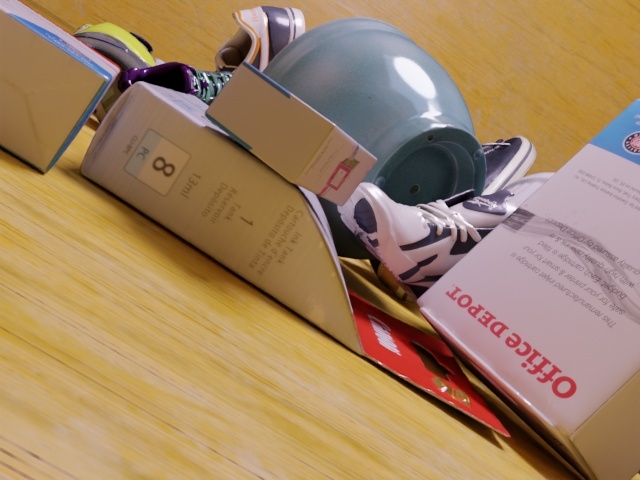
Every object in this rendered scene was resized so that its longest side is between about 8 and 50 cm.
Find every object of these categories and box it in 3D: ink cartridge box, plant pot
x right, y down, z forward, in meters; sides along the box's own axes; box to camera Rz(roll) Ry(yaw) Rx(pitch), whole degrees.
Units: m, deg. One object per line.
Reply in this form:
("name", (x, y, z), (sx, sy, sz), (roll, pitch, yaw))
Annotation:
("ink cartridge box", (0.000, 0.000, 0.767), (0.385, 0.091, 0.308), (32, 5, -5))
("plant pot", (0.071, -0.092, 1.002), (0.293, 0.293, 0.196), (29, 11, -44))
("ink cartridge box", (0.280, 0.041, 0.775), (0.129, 0.307, 0.223), (51, -5, -39))
("ink cartridge box", (-0.227, -0.132, 0.623), (0.134, 0.078, 0.231), (33, 5, -16))
("ink cartridge box", (-0.018, -0.076, 0.634), (0.088, 0.052, 0.122), (38, 5, 17))

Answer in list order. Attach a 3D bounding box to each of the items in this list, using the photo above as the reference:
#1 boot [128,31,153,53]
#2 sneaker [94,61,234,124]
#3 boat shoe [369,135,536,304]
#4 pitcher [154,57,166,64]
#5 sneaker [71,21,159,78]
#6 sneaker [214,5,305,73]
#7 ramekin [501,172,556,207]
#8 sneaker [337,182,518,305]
("boot", (-0.312, -0.272, 1.272), (0.082, 0.106, 0.219), (33, 5, -12))
("sneaker", (-0.136, -0.161, 0.952), (0.224, 0.083, 0.098), (-11, -5, -36))
("boat shoe", (0.210, -0.073, 1.346), (0.156, 0.186, 0.500), (38, 39, 11))
("pitcher", (-0.179, -0.203, 1.320), (0.207, 0.125, 0.178), (30, -13, 44))
("sneaker", (-0.199, -0.156, 1.039), (0.300, 0.111, 0.121), (31, 20, -5))
("sneaker", (-0.130, -0.257, 1.460), (0.128, 0.321, 0.126), (1, 35, -24))
("ramekin", (0.264, 0.062, 1.019), (0.127, 0.272, 0.273), (-24, 44, -28))
("sneaker", (0.125, -0.019, 0.856), (0.235, 0.153, 0.094), (48, 0, -40))
